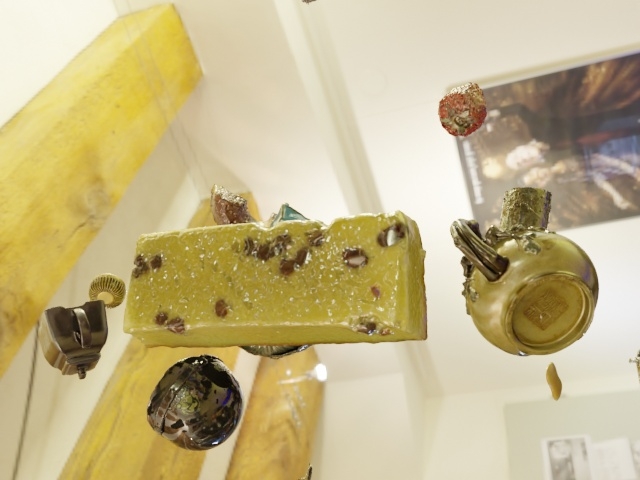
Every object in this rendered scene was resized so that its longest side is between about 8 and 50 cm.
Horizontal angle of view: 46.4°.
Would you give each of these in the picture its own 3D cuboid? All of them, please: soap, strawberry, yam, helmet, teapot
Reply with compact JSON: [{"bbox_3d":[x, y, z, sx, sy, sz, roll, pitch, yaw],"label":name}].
[{"bbox_3d":[0.359,0.217,1.147,0.089,0.012,0.034,56,-130,-45],"label":"soap"},{"bbox_3d":[0.240,-0.221,1.243,0.096,0.083,0.083,-47,-50,-36],"label":"strawberry"},{"bbox_3d":[0.406,-0.027,1.495,0.107,0.107,0.183,55,-137,-54],"label":"yam"},{"bbox_3d":[-0.279,0.405,1.799,0.231,0.160,0.279,-55,-25,-8],"label":"helmet"},{"bbox_3d":[-0.360,0.156,1.103,0.177,0.087,0.096,-46,58,55],"label":"teapot"},{"bbox_3d":[0.264,0.049,1.007,0.269,0.173,0.183,35,-164,-22],"label":"teapot"}]

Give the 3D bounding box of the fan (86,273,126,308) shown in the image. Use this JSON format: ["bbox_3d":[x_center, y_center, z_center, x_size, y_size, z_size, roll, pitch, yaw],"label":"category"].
[{"bbox_3d":[-0.501,0.141,1.692,0.082,0.155,0.039,32,-153,-24],"label":"fan"}]

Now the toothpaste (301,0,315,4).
[{"bbox_3d":[0.045,-0.545,1.518,0.282,0.068,0.099,-47,-31,-56],"label":"toothpaste"}]

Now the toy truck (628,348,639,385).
[{"bbox_3d":[0.638,0.312,1.377,0.114,0.098,0.227,46,-141,-68],"label":"toy truck"}]

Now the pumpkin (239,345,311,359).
[{"bbox_3d":[-0.102,0.149,1.871,0.291,0.327,0.257,39,-140,-10],"label":"pumpkin"}]

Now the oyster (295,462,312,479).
[{"bbox_3d":[-0.078,0.649,1.701,0.294,0.094,0.166,-62,-33,-17],"label":"oyster"}]

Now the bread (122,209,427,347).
[{"bbox_3d":[-0.057,0.048,0.859,0.077,0.361,0.138,46,-135,-56],"label":"bread"}]

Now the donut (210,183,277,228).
[{"bbox_3d":[-0.204,-0.028,2.086,0.151,0.295,0.112,-62,1,6],"label":"donut"}]

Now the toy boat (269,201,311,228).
[{"bbox_3d":[0.000,0.000,1.312,0.075,0.185,0.077,-61,1,36],"label":"toy boat"}]
